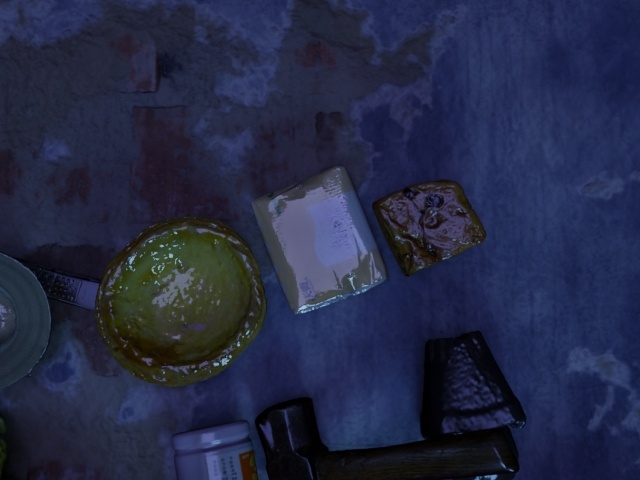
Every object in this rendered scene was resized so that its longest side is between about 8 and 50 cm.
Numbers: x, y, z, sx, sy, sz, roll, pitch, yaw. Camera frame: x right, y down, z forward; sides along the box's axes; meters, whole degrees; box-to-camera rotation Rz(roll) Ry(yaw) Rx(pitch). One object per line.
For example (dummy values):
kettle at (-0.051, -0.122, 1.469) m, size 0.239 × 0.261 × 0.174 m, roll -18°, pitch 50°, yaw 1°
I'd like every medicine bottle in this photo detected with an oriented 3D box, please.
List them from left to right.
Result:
medicine bottle at (-0.160, 0.427, 1.066) m, size 0.133 × 0.133 × 0.249 m, roll -10°, pitch 76°, yaw -2°

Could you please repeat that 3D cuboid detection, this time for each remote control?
remote control at (-0.483, 0.074, 1.162) m, size 0.212 × 0.028 × 0.059 m, roll 16°, pitch 88°, yaw 1°

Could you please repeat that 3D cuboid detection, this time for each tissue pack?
tissue pack at (0.000, 0.000, 1.147) m, size 0.186 × 0.090 × 0.222 m, roll -20°, pitch 84°, yaw -1°

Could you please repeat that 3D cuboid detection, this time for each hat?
hat at (-0.564, 0.128, 1.113) m, size 0.252 × 0.110 × 0.251 m, roll 0°, pitch 94°, yaw -5°

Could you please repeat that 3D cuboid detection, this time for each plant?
plant at (0.247, 0.283, 1.101) m, size 0.165 × 0.142 × 0.255 m, roll -7°, pitch 73°, yaw -2°

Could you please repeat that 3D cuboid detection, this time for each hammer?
hammer at (0.097, 0.349, 1.028) m, size 0.409 × 0.095 × 0.242 m, roll -17°, pitch 82°, yaw 27°

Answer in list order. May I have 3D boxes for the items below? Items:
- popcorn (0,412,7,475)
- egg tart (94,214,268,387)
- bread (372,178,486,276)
popcorn at (-0.618, 0.377, 1.027) m, size 0.242 × 0.235 × 0.250 m, roll 11°, pitch 64°, yaw -31°
egg tart at (-0.230, 0.105, 1.119) m, size 0.294 × 0.123 × 0.293 m, roll 0°, pitch 81°, yaw 1°
bread at (0.177, -0.027, 1.123) m, size 0.149 × 0.158 × 0.143 m, roll -25°, pitch 90°, yaw -5°
